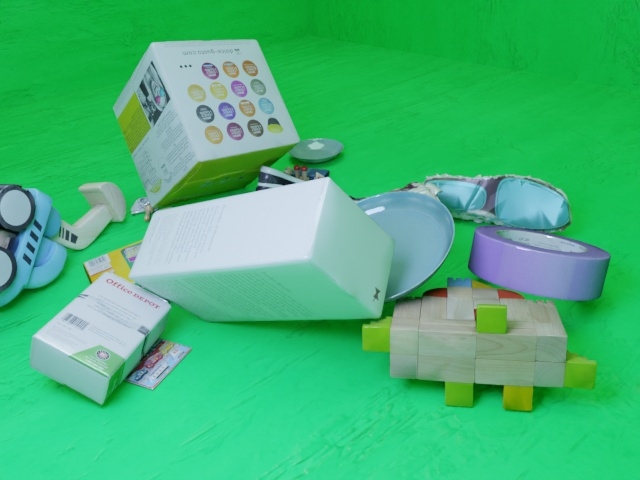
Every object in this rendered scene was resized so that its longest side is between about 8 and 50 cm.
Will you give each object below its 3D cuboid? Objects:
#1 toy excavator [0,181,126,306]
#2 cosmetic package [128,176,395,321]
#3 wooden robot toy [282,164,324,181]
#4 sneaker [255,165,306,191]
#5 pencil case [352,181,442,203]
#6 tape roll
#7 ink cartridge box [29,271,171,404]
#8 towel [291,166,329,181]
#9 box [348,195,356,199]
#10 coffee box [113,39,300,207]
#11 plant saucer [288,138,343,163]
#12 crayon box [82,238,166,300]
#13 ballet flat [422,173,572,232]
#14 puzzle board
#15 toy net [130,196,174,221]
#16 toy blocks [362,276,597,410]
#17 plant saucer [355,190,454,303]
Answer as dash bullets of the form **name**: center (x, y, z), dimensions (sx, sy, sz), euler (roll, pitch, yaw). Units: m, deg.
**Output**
- **toy excavator**: center (-0.703, -0.014, 1.505), dimensions (0.222, 0.445, 0.433), euler (0, 68, 22)
- **cosmetic package**: center (-0.118, 0.037, 1.136), dimensions (0.453, 0.230, 0.161), euler (-6, 58, 37)
- **wooden robot toy**: center (-0.078, -0.181, 1.853), dimensions (0.173, 0.076, 0.079), euler (9, 43, 23)
- **sneaker**: center (-0.099, -0.128, 1.757), dimensions (0.217, 0.121, 0.079), euler (18, 1, -34)
- **pencil case**: center (0.094, -0.035, 1.439), dimensions (0.410, 0.183, 0.160), euler (-13, 54, -21)
- **tape roll**: center (0.457, 0.042, 1.277), dimensions (0.275, 0.090, 0.275), euler (9, 12, -2)
- **ink cartridge box**: center (-0.415, 0.180, 1.159), dimensions (0.160, 0.092, 0.219), euler (27, 35, 4)
- **towel**: center (-0.034, -0.210, 1.932), dimensions (0.119, 0.029, 0.067), euler (7, 32, 21)
- **box**: center (0.088, -0.073, 1.677), dimensions (0.116, 0.029, 0.162), euler (-23, 33, -30)
- **coffee box**: center (-0.326, -0.325, 1.699), dimensions (0.337, 0.334, 0.338), euler (-19, -7, -40)
- **plant saucer**: center (-0.016, -0.303, 2.085), dimensions (0.195, 0.037, 0.195), euler (-4, 30, 2)
- **crayon box**: center (-0.390, 0.068, 1.408), dimensions (0.278, 0.081, 0.165), euler (-23, 37, -21)
- **ballet flat**: center (0.464, -0.110, 1.602), dimensions (0.409, 0.147, 0.147), euler (14, 34, 29)
- **puzzle board**: center (-0.331, 0.240, 1.198), dimensions (0.096, 0.011, 0.128), euler (10, 33, 23)
- **toy net**: center (-0.472, -0.095, 1.771), dimensions (0.232, 0.045, 0.122), euler (22, 39, 38)
- **toy blocks**: center (0.285, 0.158, 1.131), dimensions (0.381, 0.191, 0.261), euler (1, 18, 11)
- **plant saucer**: center (0.118, 0.020, 1.220), dimensions (0.317, 0.043, 0.317), euler (-17, 38, 13)
